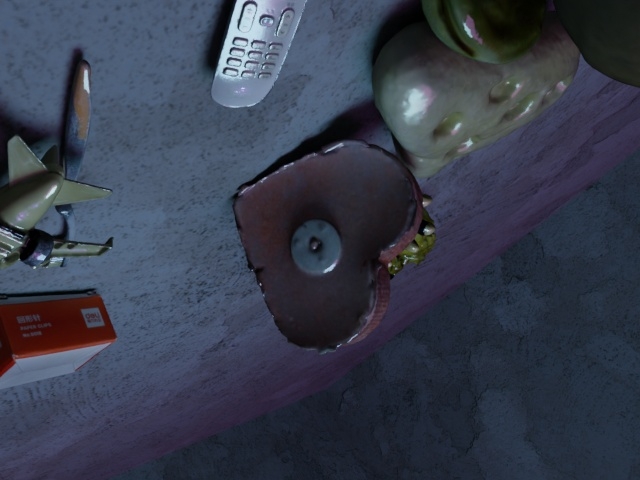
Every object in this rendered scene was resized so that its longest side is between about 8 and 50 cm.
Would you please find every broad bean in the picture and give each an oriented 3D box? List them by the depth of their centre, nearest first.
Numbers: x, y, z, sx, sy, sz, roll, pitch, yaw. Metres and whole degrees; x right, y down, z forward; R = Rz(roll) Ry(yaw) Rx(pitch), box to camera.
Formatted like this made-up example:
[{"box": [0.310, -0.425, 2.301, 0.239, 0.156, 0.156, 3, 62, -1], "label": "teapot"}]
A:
[{"box": [0.220, -0.297, 0.755, 0.206, 0.153, 0.072, -14, -160, -30], "label": "broad bean"}]

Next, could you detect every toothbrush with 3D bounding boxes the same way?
[{"box": [-0.292, -0.066, 0.713, 0.037, 0.028, 0.375, -8, 151, -33], "label": "toothbrush"}]

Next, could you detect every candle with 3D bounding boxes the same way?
[{"box": [0.000, 0.000, 0.957, 0.317, 0.287, 0.131, -71, 162, -1], "label": "candle"}]

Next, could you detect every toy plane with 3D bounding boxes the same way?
[{"box": [-0.355, -0.011, 0.656, 0.256, 0.104, 0.242, -39, 140, 15], "label": "toy plane"}]

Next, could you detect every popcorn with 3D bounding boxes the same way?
[{"box": [0.156, 0.004, 1.369, 0.195, 0.174, 0.168, -35, -176, -14], "label": "popcorn"}]

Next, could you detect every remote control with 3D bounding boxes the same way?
[{"box": [-0.061, -0.231, 0.628, 0.073, 0.044, 0.229, 0, 139, -27], "label": "remote control"}]

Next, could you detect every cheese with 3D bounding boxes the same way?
[{"box": [0.239, -0.244, 0.892, 0.328, 0.130, 0.351, -31, 162, 7], "label": "cheese"}]

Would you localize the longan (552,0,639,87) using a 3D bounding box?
[{"box": [0.419, -0.333, 0.691, 0.318, 0.319, 0.319, -27, 160, -11], "label": "longan"}]

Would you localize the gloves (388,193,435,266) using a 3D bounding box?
[{"box": [0.064, -0.021, 1.138, 0.300, 0.153, 0.197, -10, 173, 19], "label": "gloves"}]

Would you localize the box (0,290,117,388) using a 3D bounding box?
[{"box": [-0.433, 0.151, 0.938, 0.133, 0.099, 0.182, -38, 161, 28], "label": "box"}]
